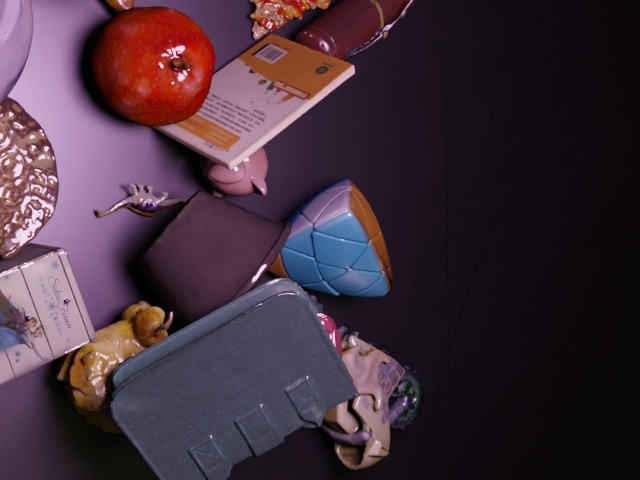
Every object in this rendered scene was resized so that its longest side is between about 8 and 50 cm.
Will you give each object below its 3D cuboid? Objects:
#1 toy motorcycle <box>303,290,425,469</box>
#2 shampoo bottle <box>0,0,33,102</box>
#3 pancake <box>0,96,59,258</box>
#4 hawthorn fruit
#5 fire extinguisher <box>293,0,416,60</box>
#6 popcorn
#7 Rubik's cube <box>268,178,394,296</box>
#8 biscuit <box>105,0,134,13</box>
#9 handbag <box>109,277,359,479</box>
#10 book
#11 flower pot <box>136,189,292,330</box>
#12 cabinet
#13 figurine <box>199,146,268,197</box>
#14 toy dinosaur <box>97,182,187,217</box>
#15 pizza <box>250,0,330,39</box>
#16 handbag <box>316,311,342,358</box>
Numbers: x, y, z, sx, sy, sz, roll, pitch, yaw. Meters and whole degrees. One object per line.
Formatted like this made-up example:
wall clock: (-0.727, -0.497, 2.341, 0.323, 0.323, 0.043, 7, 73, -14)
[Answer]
toy motorcycle: (0.032, 0.276, 1.601, 0.410, 0.169, 0.237, 39, 62, -26)
shampoo bottle: (-0.508, -0.263, 1.048, 0.273, 0.266, 0.273, 9, 73, -31)
pancake: (-0.516, -0.097, 1.188, 0.288, 0.033, 0.286, -36, 104, -31)
hawthorn fruit: (-0.245, -0.267, 1.298, 0.197, 0.225, 0.196, -6, 101, -31)
fire extinguisher: (0.060, -0.398, 1.590, 0.341, 0.141, 0.105, -45, 123, -30)
popcorn: (-0.303, 0.200, 1.322, 0.195, 0.173, 0.168, -38, 75, -19)
Rubik's cube: (0.000, 0.000, 1.514, 0.254, 0.254, 0.254, -3, 95, -38)
biscuit: (-0.307, -0.480, 1.348, 0.164, 0.047, 0.208, 47, 66, -27)
handbag: (-0.128, 0.220, 1.258, 0.326, 0.089, 0.238, -30, 114, -6)
book: (-0.114, -0.242, 1.415, 0.295, 0.208, 0.020, -41, 142, -25)
flower pot: (-0.190, 0.025, 1.379, 0.166, 0.269, 0.269, 41, 67, -8)
cabinet: (-0.460, 0.110, 1.202, 0.206, 0.150, 0.145, -26, 109, -34)
figurine: (-0.151, -0.132, 1.442, 0.125, 0.138, 0.125, -6, 101, -34)
toy dinosaur: (-0.285, -0.070, 1.404, 0.180, 0.037, 0.058, -3, 119, -32)
pizza: (-0.066, -0.449, 1.535, 0.188, 0.062, 0.199, 34, 74, -33)
handbag: (-0.077, 0.192, 1.408, 0.225, 0.135, 0.146, -1, 77, -5)
